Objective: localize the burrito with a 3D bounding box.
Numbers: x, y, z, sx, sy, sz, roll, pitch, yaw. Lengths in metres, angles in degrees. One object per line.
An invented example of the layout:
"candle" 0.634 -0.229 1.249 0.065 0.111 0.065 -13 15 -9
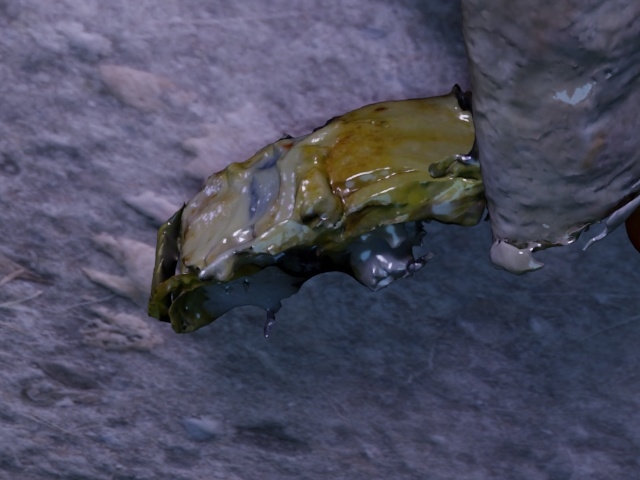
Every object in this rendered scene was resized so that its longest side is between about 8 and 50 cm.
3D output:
"burrito" 0.141 -0.149 0.421 0.175 0.107 0.348 -26 127 -9

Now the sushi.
"sushi" -0.004 -0.005 0.591 0.290 0.139 0.131 -18 128 15

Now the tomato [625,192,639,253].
"tomato" 0.264 -0.020 0.591 0.087 0.075 0.087 0 139 0
